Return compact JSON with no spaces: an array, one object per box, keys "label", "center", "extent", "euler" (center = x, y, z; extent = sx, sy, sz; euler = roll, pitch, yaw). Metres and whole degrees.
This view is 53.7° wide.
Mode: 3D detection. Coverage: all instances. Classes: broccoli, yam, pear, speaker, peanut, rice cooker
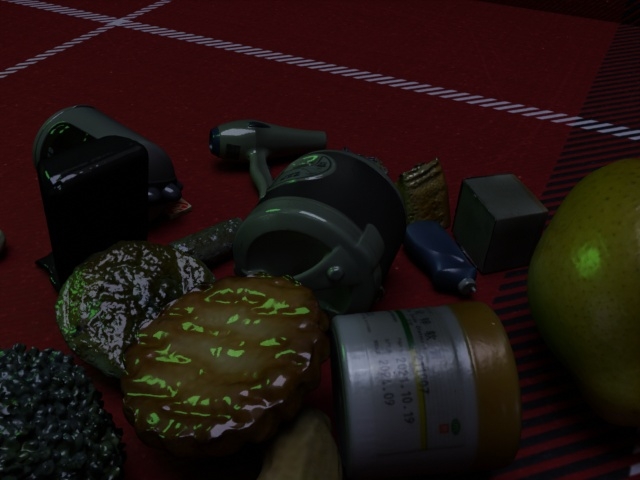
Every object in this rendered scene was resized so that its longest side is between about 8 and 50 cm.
[{"label":"broccoli","center":[-0.426,0.301,0.802],"extent":[0.347,0.281,0.293],"euler":[6,43,-56]},{"label":"yam","center":[-0.225,0.011,1.299],"extent":[0.179,0.078,0.078],"euler":[-24,44,-32]},{"label":"pear","center":[0.509,0.080,0.992],"extent":[0.362,0.362,0.419],"euler":[1,68,1]},{"label":"speaker","center":[-0.439,-0.044,1.167],"extent":[0.184,0.388,0.180],"euler":[42,52,19]},{"label":"peanut","center":[-0.042,0.348,0.826],"extent":[0.147,0.148,0.319],"euler":[0,36,0]},{"label":"rice cooker","center":[-0.002,0.000,1.157],"extent":[0.288,0.288,0.277],"euler":[15,41,18]}]

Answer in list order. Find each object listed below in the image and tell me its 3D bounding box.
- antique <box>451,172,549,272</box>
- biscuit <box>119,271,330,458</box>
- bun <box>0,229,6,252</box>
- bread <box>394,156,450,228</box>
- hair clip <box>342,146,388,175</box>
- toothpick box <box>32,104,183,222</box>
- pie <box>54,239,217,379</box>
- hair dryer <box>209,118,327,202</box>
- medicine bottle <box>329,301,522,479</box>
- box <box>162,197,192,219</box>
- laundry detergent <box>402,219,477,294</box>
[{"label":"antique","center":[0.370,-0.039,1.306],"extent":[0.147,0.147,0.152],"euler":[-9,40,-13]},{"label":"biscuit","center":[-0.137,0.180,0.935],"extent":[0.325,0.107,0.326],"euler":[-12,38,10]},{"label":"bun","center":[-0.692,0.011,1.314],"extent":[0.086,0.055,0.086],"euler":[-8,46,9]},{"label":"bread","center":[0.196,-0.112,1.412],"extent":[0.140,0.169,0.160],"euler":[-24,30,-26]},{"label":"hair clip","center":[0.082,-0.171,1.545],"extent":[0.146,0.056,0.187],"euler":[25,41,18]},{"label":"toothpick box","center":[-0.453,-0.153,1.406],"extent":[0.316,0.229,0.229],"euler":[29,47,28]},{"label":"pie","center":[-0.302,0.114,1.084],"extent":[0.277,0.078,0.277],"euler":[14,54,-19]},{"label":"hair dryer","center":[-0.093,-0.203,1.573],"extent":[0.295,0.119,0.298],"euler":[-22,59,-31]},{"label":"medicine bottle","center":[0.137,0.214,0.911],"extent":[0.231,0.238,0.238],"euler":[-4,39,-5]},{"label":"box","center":[-0.346,-0.084,1.463],"extent":[0.058,0.015,0.093],"euler":[-31,47,-30]},{"label":"laundry detergent","center":[0.247,0.039,1.275],"extent":[0.096,0.061,0.206],"euler":[-8,39,-23]}]
